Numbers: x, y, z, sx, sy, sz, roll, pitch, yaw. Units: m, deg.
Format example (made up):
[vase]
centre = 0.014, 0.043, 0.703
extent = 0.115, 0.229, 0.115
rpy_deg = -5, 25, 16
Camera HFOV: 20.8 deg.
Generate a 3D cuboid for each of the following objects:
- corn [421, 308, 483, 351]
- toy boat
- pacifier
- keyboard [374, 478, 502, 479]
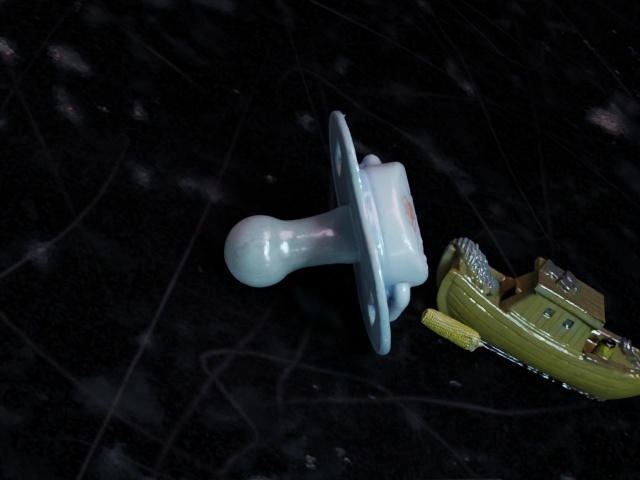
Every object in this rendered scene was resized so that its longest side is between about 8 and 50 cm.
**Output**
[corn]
centre = 0.160, 0.110, 2.110
extent = 0.083, 0.027, 0.028
rpy_deg = 28, 29, -7
[toy boat]
centre = 0.289, 0.097, 2.156
extent = 0.321, 0.121, 0.089
rpy_deg = 28, 30, -11
[pacifier]
centre = 0.000, 0.000, 1.999
extent = 0.226, 0.238, 0.287
rpy_deg = -8, 76, -7
[keyboard]
centre = 0.120, 0.293, 1.873
extent = 0.251, 0.017, 0.087
rpy_deg = 6, 43, -37
